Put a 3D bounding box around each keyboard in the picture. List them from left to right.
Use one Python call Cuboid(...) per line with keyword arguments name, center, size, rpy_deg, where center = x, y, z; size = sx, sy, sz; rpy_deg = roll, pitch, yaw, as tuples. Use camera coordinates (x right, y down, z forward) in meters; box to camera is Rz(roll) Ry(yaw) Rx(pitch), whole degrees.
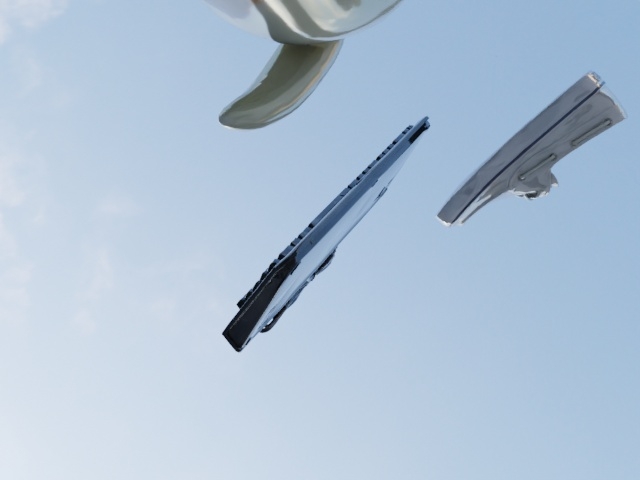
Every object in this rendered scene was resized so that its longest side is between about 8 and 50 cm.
Cuboid(name="keyboard", center=(0.000, 0.000, 0.790), size=(0.033, 0.317, 0.201), rpy_deg=(38, -50, 6))

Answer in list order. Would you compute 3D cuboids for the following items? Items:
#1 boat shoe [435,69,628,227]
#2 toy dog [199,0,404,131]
Cuboid(name="boat shoe", center=(0.267, -0.095, 1.046), size=(0.267, 0.096, 0.088), rpy_deg=(-42, -93, 10))
Cuboid(name="toy dog", center=(-0.090, -0.267, 0.483), size=(0.285, 0.408, 0.395), rpy_deg=(36, -64, 24))
